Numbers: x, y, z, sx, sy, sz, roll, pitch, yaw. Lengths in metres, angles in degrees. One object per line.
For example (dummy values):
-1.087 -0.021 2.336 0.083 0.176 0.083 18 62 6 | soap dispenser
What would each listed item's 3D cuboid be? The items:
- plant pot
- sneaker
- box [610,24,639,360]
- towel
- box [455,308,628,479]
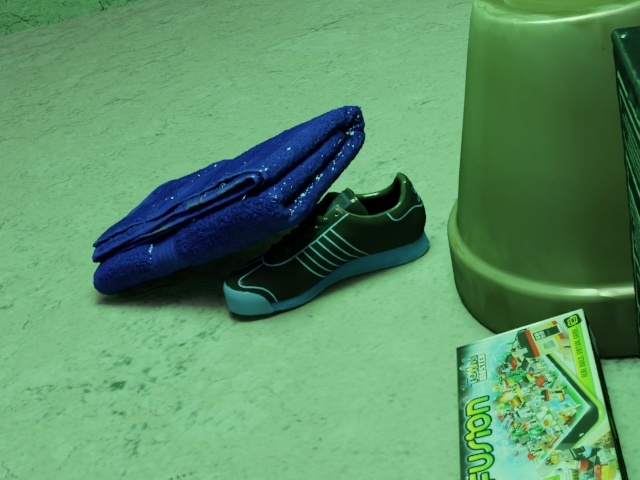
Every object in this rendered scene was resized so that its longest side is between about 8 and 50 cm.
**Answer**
0.254 -0.101 0.869 0.323 0.280 0.323 -13 30 8 | plant pot
0.000 0.000 1.016 0.232 0.090 0.081 -21 29 -9 | sneaker
0.297 0.040 0.579 0.183 0.294 0.296 -8 30 11 | box
-0.111 -0.054 1.093 0.308 0.076 0.227 -19 23 37 | towel
0.162 0.140 0.723 0.114 0.036 0.207 -20 27 17 | box
